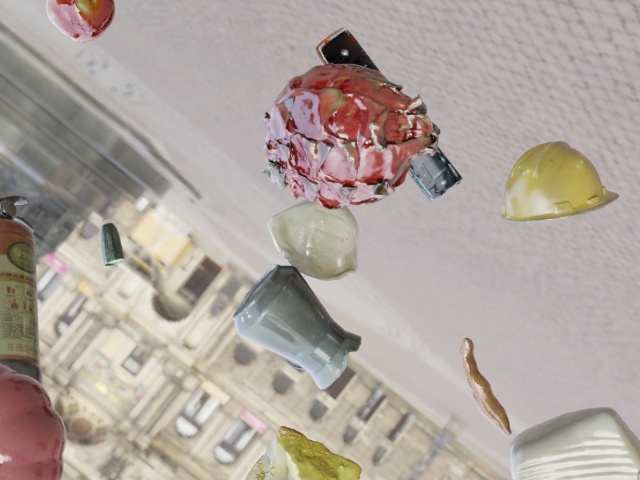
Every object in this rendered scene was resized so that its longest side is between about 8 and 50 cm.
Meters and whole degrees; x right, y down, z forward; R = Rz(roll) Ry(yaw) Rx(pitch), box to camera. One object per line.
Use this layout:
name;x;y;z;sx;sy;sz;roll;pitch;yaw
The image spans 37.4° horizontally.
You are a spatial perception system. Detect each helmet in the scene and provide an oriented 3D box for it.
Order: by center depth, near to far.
helmet;0.466;-0.126;1.879;0.205;0.257;0.140;4;109;53

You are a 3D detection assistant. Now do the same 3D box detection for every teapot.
teapot;-0.051;0.174;1.848;0.225;0.171;0.203;41;146;-8

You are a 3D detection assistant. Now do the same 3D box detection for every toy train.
toy train;0.139;-0.263;1.965;0.409;0.086;0.089;50;-172;-14

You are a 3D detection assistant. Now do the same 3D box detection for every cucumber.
cucumber;-0.458;0.005;2.070;0.048;0.048;0.105;52;-156;-68

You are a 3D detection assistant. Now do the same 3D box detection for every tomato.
tomato;-0.306;-0.300;1.221;0.087;0.087;0.075;41;169;-30

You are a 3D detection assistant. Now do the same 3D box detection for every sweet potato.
sweet potato;0.256;0.236;1.495;0.179;0.044;0.044;61;170;-11

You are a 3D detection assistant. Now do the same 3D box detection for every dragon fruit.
dragon fruit;0.048;-0.169;1.550;0.299;0.244;0.244;3;163;16

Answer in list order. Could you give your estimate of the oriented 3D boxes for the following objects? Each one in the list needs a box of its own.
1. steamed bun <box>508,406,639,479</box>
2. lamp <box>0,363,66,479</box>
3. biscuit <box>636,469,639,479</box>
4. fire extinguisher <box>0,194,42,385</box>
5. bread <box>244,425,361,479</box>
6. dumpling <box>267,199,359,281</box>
steamed bun;0.472;0.465;1.572;0.383;0.247;0.236;66;-162;8
lamp;-0.341;0.211;0.956;0.182;0.182;0.140;37;-178;14
biscuit;0.308;0.295;0.921;0.036;0.166;0.225;23;141;-6
fire extinguisher;-0.497;0.068;1.419;0.200;0.113;0.375;59;-162;-62
bread;-0.048;0.421;1.566;0.161;0.088;0.233;32;129;3
dumpling;0.000;0.000;1.964;0.252;0.131;0.179;-6;-102;-51
